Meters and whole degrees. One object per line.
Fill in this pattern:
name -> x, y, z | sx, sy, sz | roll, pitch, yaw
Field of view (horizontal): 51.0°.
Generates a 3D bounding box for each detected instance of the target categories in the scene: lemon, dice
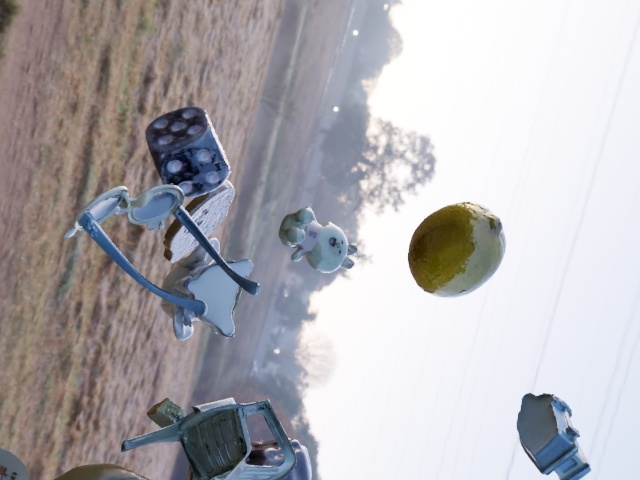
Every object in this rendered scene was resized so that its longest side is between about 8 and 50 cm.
lemon -> 0.348, 0.025, 1.730 | 0.263, 0.236, 0.236 | -31, -166, 8
dice -> -0.353, -0.234, 1.791 | 0.181, 0.183, 0.182 | -114, -175, -45

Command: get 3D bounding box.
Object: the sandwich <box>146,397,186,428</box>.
sandwich -> -0.309, 0.382, 1.414 | 0.093, 0.105, 0.035 | -29, -163, 51

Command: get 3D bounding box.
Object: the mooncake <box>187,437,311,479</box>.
mooncake -> -0.160, 0.527, 1.525 | 0.283, 0.283, 0.141 | 129, -49, -79

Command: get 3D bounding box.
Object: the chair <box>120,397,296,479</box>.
chair -> -0.190, 0.404, 1.259 | 0.275, 0.203, 0.190 | 3, 60, -64

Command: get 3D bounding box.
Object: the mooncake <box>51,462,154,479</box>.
mooncake -> -0.437, 0.670, 1.287 | 0.262, 0.467, 0.467 | 123, -17, -57

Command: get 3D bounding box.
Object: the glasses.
glasses -> -0.181, -0.002, 0.853 | 0.190, 0.221, 0.088 | -11, 125, -63

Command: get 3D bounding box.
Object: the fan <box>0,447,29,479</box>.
fan -> -0.920, 0.588, 1.763 | 0.190, 0.329, 0.009 | -61, -172, 20

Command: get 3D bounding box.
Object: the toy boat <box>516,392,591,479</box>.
toy boat -> 0.412, 0.344, 1.190 | 0.109, 0.098, 0.238 | -44, -178, 12

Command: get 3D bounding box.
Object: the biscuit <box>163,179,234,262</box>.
biscuit -> -0.365, -0.063, 2.000 | 0.273, 0.049, 0.257 | -43, 168, -29

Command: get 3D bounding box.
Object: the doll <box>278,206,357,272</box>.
doll -> -0.012, -0.001, 1.765 | 0.275, 0.113, 0.154 | 31, 63, -47

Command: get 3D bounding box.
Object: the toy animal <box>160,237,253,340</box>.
toy animal -> -0.311, 0.139, 1.705 | 0.289, 0.174, 0.249 | -37, -143, 45
